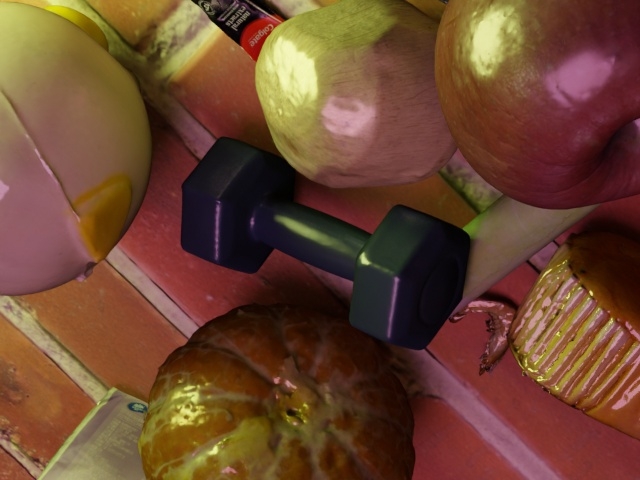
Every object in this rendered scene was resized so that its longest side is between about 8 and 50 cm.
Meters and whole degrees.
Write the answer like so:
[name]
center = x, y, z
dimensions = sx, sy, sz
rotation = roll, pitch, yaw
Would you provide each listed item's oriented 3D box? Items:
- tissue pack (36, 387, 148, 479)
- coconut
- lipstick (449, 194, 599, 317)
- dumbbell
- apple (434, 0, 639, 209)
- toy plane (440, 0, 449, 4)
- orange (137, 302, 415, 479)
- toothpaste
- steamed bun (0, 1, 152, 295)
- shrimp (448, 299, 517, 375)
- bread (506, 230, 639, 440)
[tissue pack]
center = -0.217, 0.385, 1.859
dimensions = 0.338, 0.242, 0.160
rotation = 26, 132, 11
[coconut]
center = 0.051, -0.151, 1.364
dimensions = 0.224, 0.224, 0.224
rotation = 15, 128, 19
[lipstick]
center = 0.204, -0.010, 1.455
dimensions = 0.076, 0.076, 0.304
rotation = 43, 133, -5
[dumbbell]
center = 0.000, 0.000, 1.481
dimensions = 0.325, 0.144, 0.160
rotation = 23, 123, 32
[apple]
center = 0.243, -0.169, 1.189
dimensions = 0.306, 0.305, 0.235
rotation = -41, 56, 42
[toy plane]
center = 0.057, -0.301, 1.334
dimensions = 0.226, 0.058, 0.226
rotation = -16, 130, 36
[orange]
center = -0.050, 0.234, 1.604
dimensions = 0.329, 0.329, 0.249
rotation = 35, 143, 2
[toothpaste]
center = -0.111, -0.270, 1.463
dimensions = 0.193, 0.045, 0.071
rotation = 43, 133, -13
[steamed bun]
center = -0.349, -0.100, 1.522
dimensions = 0.334, 0.334, 0.374
rotation = 48, 161, -9
[shrimp]
center = 0.185, 0.109, 1.576
dimensions = 0.083, 0.023, 0.114
rotation = 17, 127, 0
[bread]
center = 0.350, 0.108, 1.393
dimensions = 0.288, 0.204, 0.156
rotation = 32, 115, 1
